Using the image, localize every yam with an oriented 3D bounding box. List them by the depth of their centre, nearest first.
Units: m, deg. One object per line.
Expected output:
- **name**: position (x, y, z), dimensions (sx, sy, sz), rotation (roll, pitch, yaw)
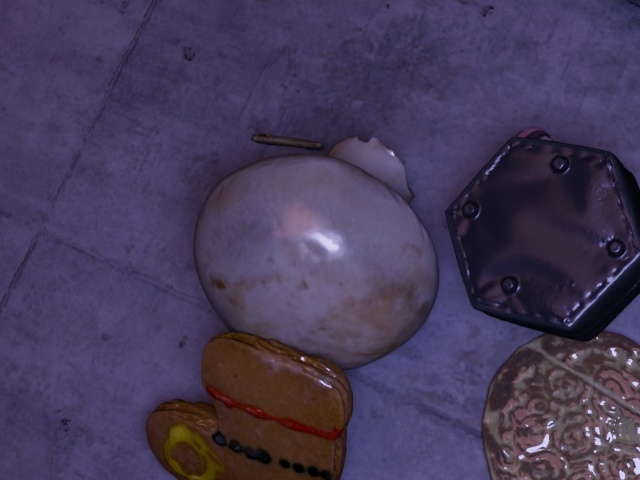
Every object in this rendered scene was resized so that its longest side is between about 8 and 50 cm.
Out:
- **yam**: position (-0.045, -0.135, 1.523), dimensions (0.107, 0.014, 0.014), rotation (9, 77, 23)

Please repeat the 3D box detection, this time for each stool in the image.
- **stool**: position (0.264, -0.001, 1.260), dimensions (0.232, 0.141, 0.232), rotation (-4, 81, 23)

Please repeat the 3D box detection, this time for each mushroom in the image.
- **mushroom**: position (0.000, 0.000, 1.338), dimensions (0.297, 0.297, 0.290), rotation (-2, 46, 20)

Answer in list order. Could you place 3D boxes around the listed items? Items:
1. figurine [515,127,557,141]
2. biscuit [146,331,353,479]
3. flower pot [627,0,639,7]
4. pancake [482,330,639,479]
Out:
- **figurine**: position (0.286, -0.088, 1.367), dimensions (0.129, 0.054, 0.072), rotation (33, 102, 19)
- **biscuit**: position (-0.094, 0.221, 1.313), dimensions (0.262, 0.052, 0.277), rotation (23, 127, 17)
- **flower pot**: position (0.458, -0.409, 1.277), dimensions (0.299, 0.283, 0.299), rotation (-8, 68, 21)
- **pancake**: position (0.302, 0.221, 1.272), dimensions (0.250, 0.031, 0.250), rotation (-6, 71, 18)
